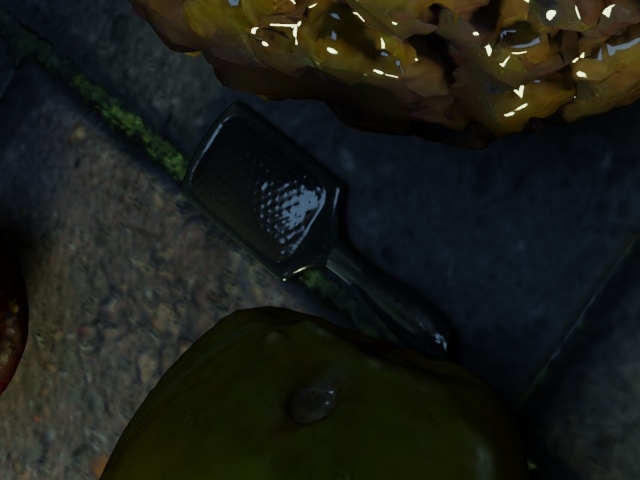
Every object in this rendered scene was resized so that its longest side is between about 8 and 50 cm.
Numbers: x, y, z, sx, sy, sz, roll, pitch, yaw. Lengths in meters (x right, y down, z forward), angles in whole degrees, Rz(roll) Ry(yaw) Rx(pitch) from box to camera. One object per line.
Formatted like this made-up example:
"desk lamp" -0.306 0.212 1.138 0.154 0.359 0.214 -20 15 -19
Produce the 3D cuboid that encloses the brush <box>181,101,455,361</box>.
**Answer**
"brush" 0.000 0.000 0.691 0.193 0.016 0.063 39 106 27

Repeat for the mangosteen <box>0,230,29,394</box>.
"mangosteen" -0.247 0.047 0.771 0.146 0.156 0.181 55 145 -5

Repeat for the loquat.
"loquat" -0.010 0.157 0.581 0.213 0.213 0.246 15 91 30

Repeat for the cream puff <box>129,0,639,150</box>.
"cream puff" 0.015 -0.167 0.516 0.327 0.343 0.231 17 80 50
